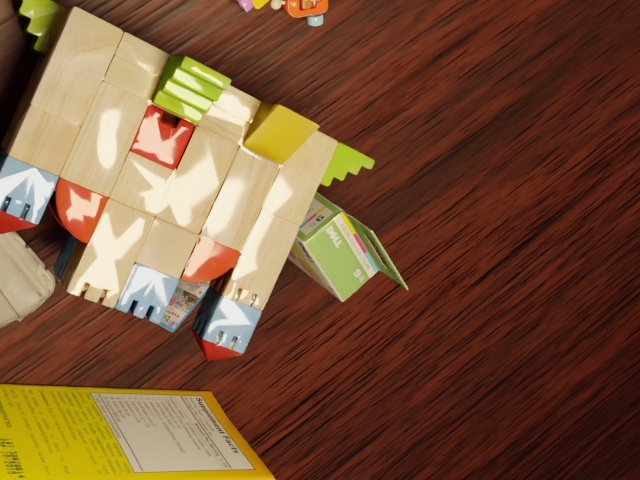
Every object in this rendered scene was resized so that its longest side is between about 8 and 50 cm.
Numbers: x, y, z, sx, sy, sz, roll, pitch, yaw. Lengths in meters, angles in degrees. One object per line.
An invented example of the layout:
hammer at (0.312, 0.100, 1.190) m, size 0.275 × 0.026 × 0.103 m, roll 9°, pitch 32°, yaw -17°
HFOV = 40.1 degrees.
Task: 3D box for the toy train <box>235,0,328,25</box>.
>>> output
toy train at (-0.043, -0.305, 0.927) m, size 0.125 × 0.046 × 0.166 m, roll -22°, pitch 129°, yaw -23°

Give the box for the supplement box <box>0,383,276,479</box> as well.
supplement box at (-0.268, 0.303, 1.024) m, size 0.356 × 0.194 × 0.195 m, roll 10°, pitch 109°, yaw -37°

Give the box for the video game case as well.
video game case at (-0.167, 0.021, 1.049) m, size 0.166 × 0.015 × 0.119 m, roll -50°, pitch 132°, yaw 1°

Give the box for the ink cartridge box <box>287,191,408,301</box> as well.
ink cartridge box at (0.000, 0.000, 1.018) m, size 0.062 × 0.209 × 0.109 m, roll -41°, pitch 131°, yaw -10°

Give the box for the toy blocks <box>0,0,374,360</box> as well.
toy blocks at (-0.169, -0.043, 0.869) m, size 0.381 × 0.190 × 0.261 m, roll 24°, pitch 91°, yaw -27°

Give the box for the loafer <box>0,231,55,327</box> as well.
loafer at (-0.375, -0.023, 0.822) m, size 0.111 × 0.112 × 0.319 m, roll -43°, pitch 132°, yaw -16°
